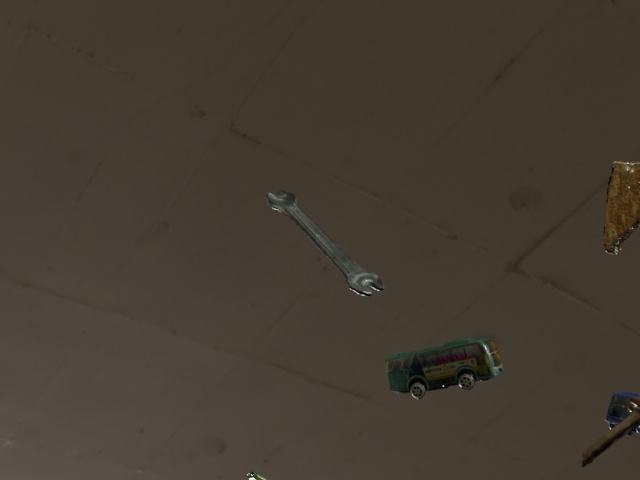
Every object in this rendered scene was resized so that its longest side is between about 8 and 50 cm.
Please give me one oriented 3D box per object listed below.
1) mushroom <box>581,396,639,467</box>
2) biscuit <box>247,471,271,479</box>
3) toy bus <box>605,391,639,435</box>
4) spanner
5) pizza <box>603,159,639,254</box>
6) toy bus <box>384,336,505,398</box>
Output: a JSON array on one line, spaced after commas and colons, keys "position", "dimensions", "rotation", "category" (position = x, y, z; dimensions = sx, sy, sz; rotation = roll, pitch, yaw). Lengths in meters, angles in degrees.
[{"position": [0.563, 0.366, 1.465], "dimensions": [0.187, 0.061, 0.060], "rotation": [-40, -47, 13], "category": "mushroom"}, {"position": [-0.129, 0.556, 1.772], "dimensions": [0.089, 0.016, 0.046], "rotation": [28, -29, -16], "category": "biscuit"}, {"position": [0.766, 0.426, 1.867], "dimensions": [0.079, 0.094, 0.236], "rotation": [-2, -19, 39], "category": "toy bus"}, {"position": [0.000, 0.000, 1.289], "dimensions": [0.071, 0.302, 0.018], "rotation": [-8, -50, -39], "category": "spanner"}, {"position": [0.646, -0.066, 1.546], "dimensions": [0.080, 0.188, 0.204], "rotation": [12, -91, -14], "category": "pizza"}, {"position": [0.273, 0.285, 1.719], "dimensions": [0.261, 0.109, 0.091], "rotation": [-16, -6, 27], "category": "toy bus"}]
